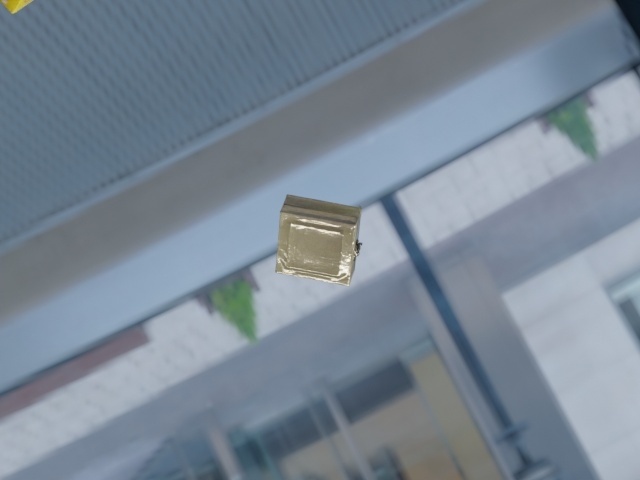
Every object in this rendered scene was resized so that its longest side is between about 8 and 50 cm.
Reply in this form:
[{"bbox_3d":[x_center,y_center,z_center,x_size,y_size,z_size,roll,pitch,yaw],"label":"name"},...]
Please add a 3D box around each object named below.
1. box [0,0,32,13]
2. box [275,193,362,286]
[{"bbox_3d":[-0.200,-0.297,1.172,0.269,0.152,0.043,-42,180,43],"label":"box"},{"bbox_3d":[0.000,0.000,1.681,0.083,0.035,0.079,11,126,6],"label":"box"}]
